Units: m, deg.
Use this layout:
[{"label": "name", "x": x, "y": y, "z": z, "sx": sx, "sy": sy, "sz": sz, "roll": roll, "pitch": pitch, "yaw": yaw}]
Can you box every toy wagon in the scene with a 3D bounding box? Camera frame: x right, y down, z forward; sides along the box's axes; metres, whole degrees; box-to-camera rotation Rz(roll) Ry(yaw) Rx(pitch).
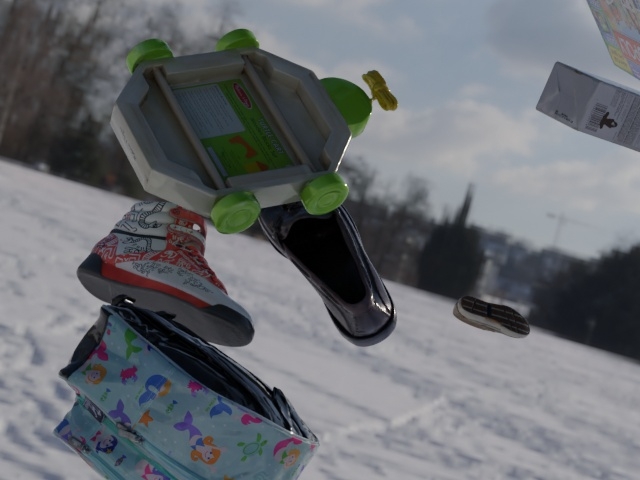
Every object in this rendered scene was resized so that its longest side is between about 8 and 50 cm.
[{"label": "toy wagon", "x": -0.067, "y": -0.137, "z": 1.679, "sx": 0.344, "sy": 0.068, "sz": 0.267, "roll": -12, "pitch": 56, "yaw": -30}]

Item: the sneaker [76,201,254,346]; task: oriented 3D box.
[{"label": "sneaker", "x": -0.166, "y": 0.031, "z": 1.766, "sx": 0.270, "sy": 0.145, "sz": 0.090, "roll": 17, "pitch": -32, "yaw": 32}]

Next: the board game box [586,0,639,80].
[{"label": "board game box", "x": 0.342, "y": -0.264, "z": 1.533, "sx": 0.046, "sy": 0.213, "sz": 0.317, "roll": -26, "pitch": 17, "yaw": 3}]

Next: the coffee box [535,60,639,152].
[{"label": "coffee box", "x": 0.527, "y": -0.224, "z": 2.507, "sx": 0.246, "sy": 0.098, "sz": 0.141, "roll": 14, "pitch": 15, "yaw": -31}]

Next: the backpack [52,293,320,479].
[{"label": "backpack", "x": -0.137, "y": 0.195, "z": 1.490, "sx": 0.253, "sy": 0.191, "sz": 0.225, "roll": 25, "pitch": -5, "yaw": 26}]

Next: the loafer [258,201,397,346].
[{"label": "loafer", "x": 0.000, "y": 0.000, "z": 1.827, "sx": 0.302, "sy": 0.109, "sz": 0.095, "roll": 55, "pitch": -4, "yaw": 31}]

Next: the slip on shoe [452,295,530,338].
[{"label": "slip on shoe", "x": 0.287, "y": 0.135, "z": 2.391, "sx": 0.135, "sy": 0.051, "sz": 0.041, "roll": 18, "pitch": -38, "yaw": -13}]
